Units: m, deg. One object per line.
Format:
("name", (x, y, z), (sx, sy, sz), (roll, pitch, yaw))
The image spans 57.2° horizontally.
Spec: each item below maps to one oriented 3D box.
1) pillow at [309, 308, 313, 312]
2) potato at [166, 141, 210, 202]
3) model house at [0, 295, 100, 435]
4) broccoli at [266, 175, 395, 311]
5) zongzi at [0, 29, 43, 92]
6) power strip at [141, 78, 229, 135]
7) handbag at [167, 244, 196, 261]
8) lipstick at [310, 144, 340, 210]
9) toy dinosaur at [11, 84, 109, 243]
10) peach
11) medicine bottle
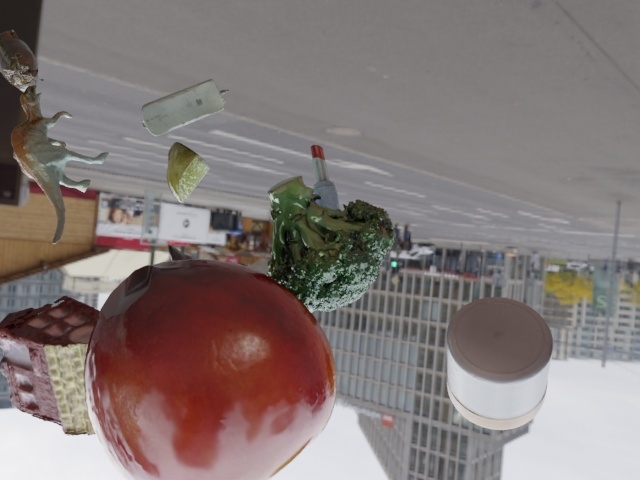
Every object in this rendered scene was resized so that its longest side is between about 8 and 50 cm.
("pillow", (-0.020, 0.115, 1.581), (0.161, 0.092, 0.335), (24, 137, -21))
("potato", (-0.374, -0.182, 1.512), (0.149, 0.120, 0.081), (28, 167, 43))
("model house", (-0.429, 0.229, 1.066), (0.254, 0.196, 0.160), (11, -157, 25))
("broccoli", (0.000, 0.000, 1.119), (0.270, 0.270, 0.270), (-32, -168, 7))
("zongzi", (-0.699, -0.377, 1.396), (0.084, 0.184, 0.187), (-26, -128, -19))
("power strip", (-0.329, -0.326, 1.431), (0.227, 0.080, 0.029), (-24, -150, -11))
("handbag", (-0.322, 0.144, 1.548), (0.089, 0.254, 0.211), (-31, 138, 12))
("lipstick", (0.010, -0.150, 1.630), (0.068, 0.274, 0.061), (-9, 153, -2))
("toy dinosaur", (-0.601, -0.162, 1.336), (0.205, 0.393, 0.092), (18, 150, -40))
("peach", (-0.175, 0.202, 0.914), (0.388, 0.388, 0.388), (5, 179, 0))
("medicine bottle", (0.418, 0.290, 1.396), (0.238, 0.238, 0.232), (5, 138, 18))
